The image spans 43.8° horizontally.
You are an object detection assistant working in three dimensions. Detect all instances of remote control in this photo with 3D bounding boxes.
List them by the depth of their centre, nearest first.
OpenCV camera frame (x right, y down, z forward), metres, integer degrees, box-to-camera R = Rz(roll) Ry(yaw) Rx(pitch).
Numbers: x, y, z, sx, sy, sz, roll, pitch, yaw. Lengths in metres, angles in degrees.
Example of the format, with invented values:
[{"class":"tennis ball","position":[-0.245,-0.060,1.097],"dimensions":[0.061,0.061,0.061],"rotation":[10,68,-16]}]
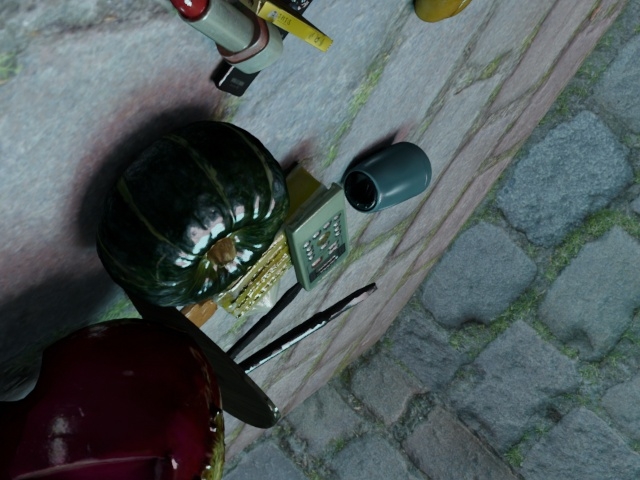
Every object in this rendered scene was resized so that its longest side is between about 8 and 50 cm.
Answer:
[{"class":"remote control","position":[-0.044,-0.277,0.955],"dimensions":[0.245,0.025,0.063],"rotation":[-51,163,13]},{"class":"remote control","position":[0.000,0.000,1.411],"dimensions":[0.123,0.038,0.285],"rotation":[-43,162,-16]}]

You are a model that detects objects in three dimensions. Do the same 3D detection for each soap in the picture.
[{"class":"soap","position":[-0.093,0.006,1.409],"dimensions":[0.274,0.089,0.173],"rotation":[-46,162,-6]}]

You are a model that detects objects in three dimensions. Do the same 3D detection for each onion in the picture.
[{"class":"onion","position":[-0.331,0.290,1.014],"dimensions":[0.398,0.420,0.398],"rotation":[-179,-90,-87]}]

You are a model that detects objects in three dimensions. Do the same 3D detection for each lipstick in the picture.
[{"class":"lipstick","position":[-0.107,-0.235,0.843],"dimensions":[0.063,0.057,0.186],"rotation":[-22,166,18]}]

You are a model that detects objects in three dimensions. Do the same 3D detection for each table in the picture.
[{"class":"table","position":[-0.109,0.084,1.204],"dimensions":[0.249,0.317,0.317],"rotation":[-44,165,-23]}]

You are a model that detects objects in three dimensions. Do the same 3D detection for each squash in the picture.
[{"class":"squash","position":[-0.157,-0.031,0.994],"dimensions":[0.252,0.165,0.252],"rotation":[-44,167,-13]}]

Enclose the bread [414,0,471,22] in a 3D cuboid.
[{"class":"bread","position":[0.212,-0.411,1.227],"dimensions":[0.114,0.077,0.189],"rotation":[-39,160,-43]}]

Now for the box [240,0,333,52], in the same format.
[{"class":"box","position":[-0.048,-0.251,0.872],"dimensions":[0.020,0.073,0.149],"rotation":[-53,153,16]}]

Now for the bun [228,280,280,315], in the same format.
[{"class":"bun","position":[-0.126,0.103,1.559],"dimensions":[0.138,0.094,0.138],"rotation":[-44,168,-12]}]

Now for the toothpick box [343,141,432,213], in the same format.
[{"class":"toothpick box","position":[0.136,-0.127,1.641],"dimensions":[0.184,0.120,0.120],"rotation":[-28,156,-44]}]

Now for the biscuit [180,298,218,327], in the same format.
[{"class":"biscuit","position":[-0.235,0.144,1.500],"dimensions":[0.102,0.019,0.130],"rotation":[-51,165,17]}]
